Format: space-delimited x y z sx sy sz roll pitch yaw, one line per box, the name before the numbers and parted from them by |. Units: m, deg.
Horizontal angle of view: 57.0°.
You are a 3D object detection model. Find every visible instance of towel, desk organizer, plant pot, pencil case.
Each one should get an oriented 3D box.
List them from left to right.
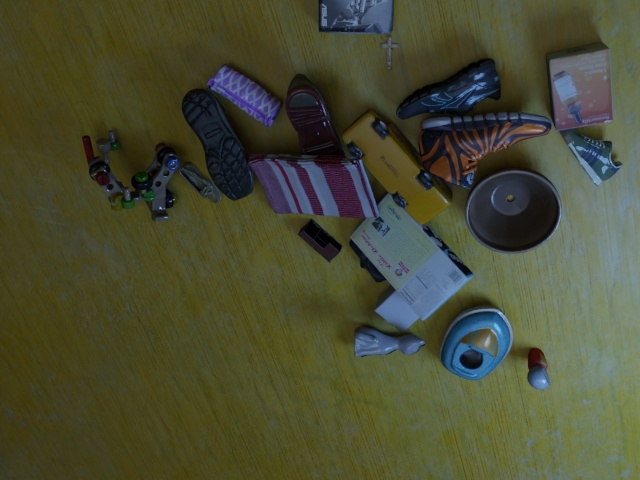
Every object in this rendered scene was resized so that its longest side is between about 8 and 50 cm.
pencil case | -0.203 -0.393 1.595 0.206 0.088 0.086 31 122 -3
towel | -0.019 -0.142 1.621 0.328 0.037 0.237 5 145 25
desk organizer | 0.000 0.000 1.769 0.130 0.047 0.050 41 117 -8
plant pot | 0.503 -0.092 1.551 0.237 0.110 0.238 7 118 13

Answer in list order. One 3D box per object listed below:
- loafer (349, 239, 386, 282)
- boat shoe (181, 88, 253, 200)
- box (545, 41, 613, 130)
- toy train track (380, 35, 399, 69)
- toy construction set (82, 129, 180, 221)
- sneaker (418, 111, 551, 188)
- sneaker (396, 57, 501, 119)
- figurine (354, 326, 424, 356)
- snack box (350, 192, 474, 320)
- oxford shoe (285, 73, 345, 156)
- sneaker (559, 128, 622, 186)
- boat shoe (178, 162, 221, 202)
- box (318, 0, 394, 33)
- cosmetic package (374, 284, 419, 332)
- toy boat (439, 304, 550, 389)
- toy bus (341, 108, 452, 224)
loafer | 0.139 0.063 1.757 0.061 0.062 0.170 -37 102 33
boat shoe | -0.272 -0.276 1.657 0.122 0.120 0.324 -18 107 10
box | 0.611 -0.363 1.392 0.130 0.091 0.171 -8 114 19
toy train track | 0.174 -0.474 1.495 0.048 0.014 0.083 4 118 13
toy construction set | -0.571 -0.165 1.758 0.308 0.257 0.237 28 135 23
sneaker | 0.407 -0.220 1.474 0.320 0.124 0.180 0 91 26
sneaker | 0.319 -0.351 1.471 0.267 0.101 0.106 -21 112 24
figurine | 0.214 0.312 1.794 0.209 0.215 0.093 0 80 9
snack box | 0.248 0.040 1.645 0.322 0.060 0.187 50 120 15
oxford shoe | -0.004 -0.287 1.588 0.122 0.130 0.348 -9 134 6
sneaker | 0.675 -0.228 1.460 0.086 0.064 0.192 -35 112 25
boat shoe | -0.363 -0.168 1.777 0.056 0.048 0.153 -34 104 27
box | 0.087 -0.622 1.417 0.182 0.056 0.231 7 118 12
cosmetic package | 0.279 0.155 1.755 0.117 0.085 0.231 40 121 -7
toy boat | 0.523 0.333 1.743 0.318 0.148 0.268 20 120 5
toy bus | 0.207 -0.198 1.562 0.108 0.130 0.333 -37 103 29
